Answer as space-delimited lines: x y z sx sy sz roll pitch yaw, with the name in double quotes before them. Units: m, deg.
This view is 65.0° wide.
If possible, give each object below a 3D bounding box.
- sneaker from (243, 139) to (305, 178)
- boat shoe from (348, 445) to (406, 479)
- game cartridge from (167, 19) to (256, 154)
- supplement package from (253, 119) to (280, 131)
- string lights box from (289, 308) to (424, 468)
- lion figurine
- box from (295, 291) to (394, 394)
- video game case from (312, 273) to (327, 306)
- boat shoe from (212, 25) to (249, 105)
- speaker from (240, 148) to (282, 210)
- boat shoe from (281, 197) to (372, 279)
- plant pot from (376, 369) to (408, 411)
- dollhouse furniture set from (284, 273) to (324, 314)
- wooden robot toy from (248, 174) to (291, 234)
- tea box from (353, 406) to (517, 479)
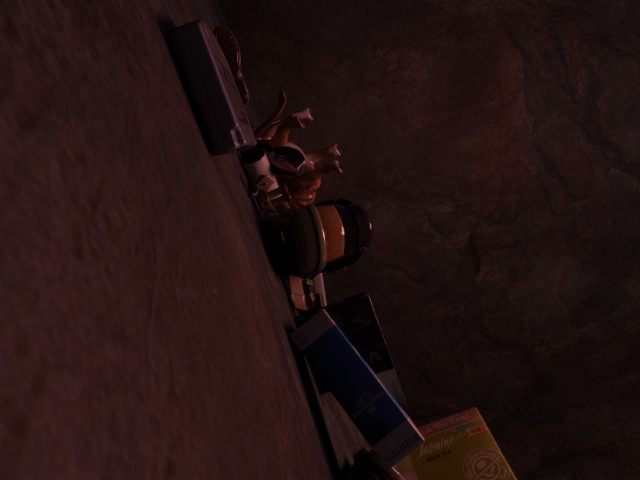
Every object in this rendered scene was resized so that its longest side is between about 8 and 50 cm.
"sneaker" -0.099 -0.167 1.120 0.178 0.072 0.077 28 -41 39
"boat shoe" 0.094 0.467 0.964 0.112 0.095 0.335 40 -16 21
"game cartridge" -0.166 -0.239 0.812 0.297 0.062 0.198 -108 174 -79
"supplement package" -0.166 -0.336 1.831 0.105 0.105 0.179 -108 178 -76
"string lights box" 0.059 0.246 0.863 0.259 0.077 0.133 51 -4 11
"lion figurine" -0.093 -0.209 1.292 0.392 0.240 0.142 48 29 -49
"box" 0.048 0.206 1.029 0.093 0.156 0.158 84 -13 -87
"video game case" -0.003 0.143 1.647 0.300 0.036 0.329 55 26 -89
"boat shoe" -0.229 -0.424 1.232 0.072 0.068 0.190 -134 -149 -60
"speaker" -0.123 -0.128 1.076 0.055 0.055 0.136 -109 179 -48
"boat shoe" 0.000 0.000 1.182 0.500 0.156 0.187 155 -77 -79
"plant pot" 0.195 0.547 1.952 0.293 0.196 0.293 -19 90 -89
"dollhouse furniture set" -0.051 0.123 1.083 0.152 0.058 0.076 28 47 -61
"wooden robot toy" -0.107 -0.094 1.027 0.079 0.076 0.173 57 -8 35
"tea box" 0.288 0.623 1.157 0.323 0.329 0.220 -111 -179 -57
